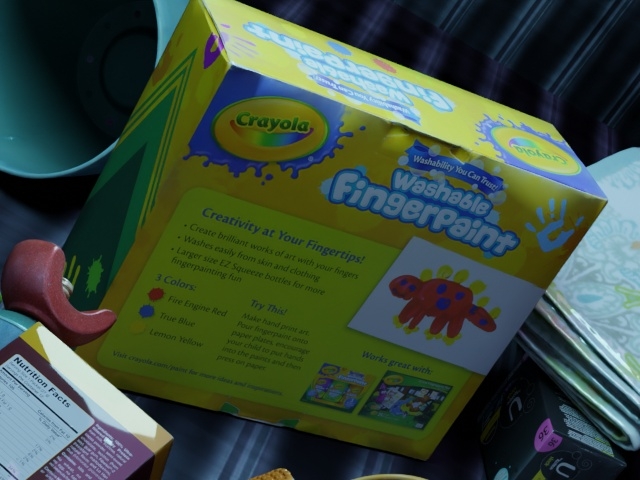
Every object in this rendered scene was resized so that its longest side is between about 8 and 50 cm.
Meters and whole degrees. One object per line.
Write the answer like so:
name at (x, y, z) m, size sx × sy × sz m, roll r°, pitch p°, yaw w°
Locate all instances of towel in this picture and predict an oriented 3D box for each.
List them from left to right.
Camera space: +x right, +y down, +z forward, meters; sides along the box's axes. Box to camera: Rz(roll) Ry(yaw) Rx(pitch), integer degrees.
towel at (0.373, 0.055, 1.729) m, size 0.374 × 0.090 × 0.320 m, roll -25°, pitch 61°, yaw -35°

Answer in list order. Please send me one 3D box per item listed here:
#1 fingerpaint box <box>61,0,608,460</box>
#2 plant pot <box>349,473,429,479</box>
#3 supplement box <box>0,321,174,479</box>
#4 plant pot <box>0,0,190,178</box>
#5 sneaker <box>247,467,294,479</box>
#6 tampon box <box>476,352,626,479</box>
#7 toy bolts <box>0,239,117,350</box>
fingerpaint box at (0.000, 0.000, 1.498) m, size 0.444 × 0.371 × 0.163 m, roll 16°, pitch 28°, yaw -29°
plant pot at (0.068, 0.304, 1.082) m, size 0.188 × 0.205 × 0.205 m, roll 53°, pitch 2°, yaw -47°
supplement box at (-0.223, 0.198, 1.003) m, size 0.129 × 0.191 × 0.194 m, roll 38°, pitch 51°, yaw 15°
plant pot at (-0.263, -0.210, 1.719) m, size 0.293 × 0.293 × 0.235 m, roll 40°, pitch 12°, yaw 18°
sneaker at (-0.043, 0.289, 1.260) m, size 0.099 × 0.121 × 0.262 m, roll -19°, pitch 16°, yaw -4°
tampon box at (0.256, 0.227, 1.664) m, size 0.101 × 0.120 × 0.161 m, roll 26°, pitch 25°, yaw -15°
toy bolts at (-0.276, 0.118, 1.211) m, size 0.218 × 0.228 × 0.158 m, roll 50°, pitch 51°, yaw -23°
